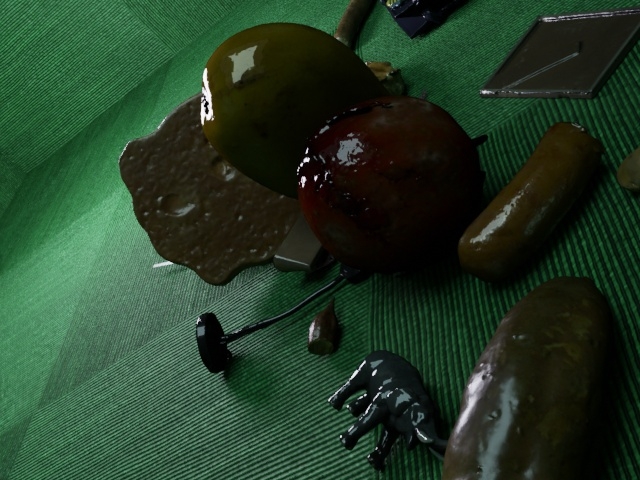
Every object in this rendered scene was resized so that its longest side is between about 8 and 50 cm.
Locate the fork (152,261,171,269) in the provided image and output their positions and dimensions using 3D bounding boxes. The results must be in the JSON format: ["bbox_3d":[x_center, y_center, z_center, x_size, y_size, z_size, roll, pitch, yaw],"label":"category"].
[{"bbox_3d":[-0.323,0.049,2.007,0.235,0.021,0.039,-13,37,43],"label":"fork"}]

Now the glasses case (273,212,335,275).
[{"bbox_3d":[0.000,0.000,1.608,0.103,0.070,0.193,14,51,21],"label":"glasses case"}]

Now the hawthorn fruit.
[{"bbox_3d":[0.113,-0.077,1.333,0.316,0.316,0.316,-33,30,22],"label":"hawthorn fruit"}]

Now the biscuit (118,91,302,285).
[{"bbox_3d":[-0.204,-0.109,1.724,0.365,0.385,0.062,-34,-8,1],"label":"biscuit"}]

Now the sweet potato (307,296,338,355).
[{"bbox_3d":[0.010,0.140,1.405,0.049,0.049,0.117,-23,35,36],"label":"sweet potato"}]

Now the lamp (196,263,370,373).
[{"bbox_3d":[-0.078,0.111,1.498,0.371,0.108,0.130,-31,34,24],"label":"lamp"}]

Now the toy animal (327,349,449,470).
[{"bbox_3d":[0.096,0.238,1.114,0.137,0.082,0.269,-45,27,1],"label":"toy animal"}]

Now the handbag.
[{"bbox_3d":[0.286,-0.660,2.058,0.303,0.122,0.329,-37,30,13],"label":"handbag"}]

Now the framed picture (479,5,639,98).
[{"bbox_3d":[0.440,-0.339,1.514,0.213,0.016,0.289,-51,28,-12],"label":"framed picture"}]

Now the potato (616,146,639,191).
[{"bbox_3d":[0.445,-0.098,1.137,0.068,0.062,0.083,-49,2,-41],"label":"potato"}]

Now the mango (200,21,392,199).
[{"bbox_3d":[-0.013,-0.212,1.508,0.300,0.446,0.232,-47,40,25],"label":"mango"}]

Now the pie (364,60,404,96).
[{"bbox_3d":[0.023,-0.334,1.873,0.340,0.083,0.339,-9,27,5],"label":"pie"}]

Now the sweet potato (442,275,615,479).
[{"bbox_3d":[0.252,0.154,0.948,0.158,0.158,0.369,-14,39,44],"label":"sweet potato"}]

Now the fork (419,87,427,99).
[{"bbox_3d":[0.192,-0.276,1.772,0.115,0.012,0.016,-53,24,-6],"label":"fork"}]

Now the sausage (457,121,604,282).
[{"bbox_3d":[0.306,-0.051,1.215,0.270,0.109,0.109,-49,28,-9],"label":"sausage"}]

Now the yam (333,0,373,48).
[{"bbox_3d":[0.092,-0.618,2.323,0.066,0.066,0.299,-17,39,42],"label":"yam"}]
